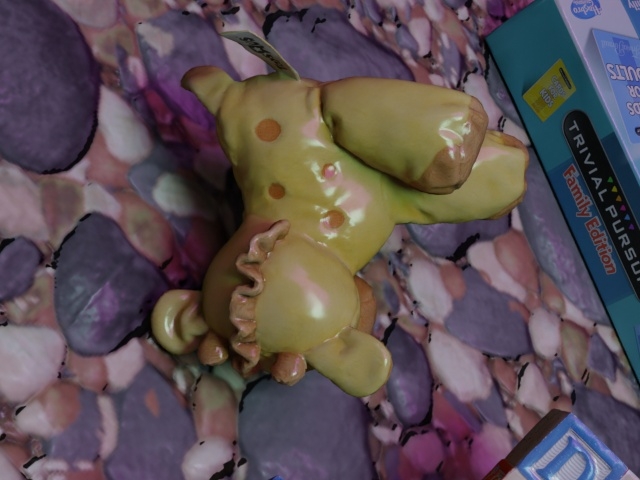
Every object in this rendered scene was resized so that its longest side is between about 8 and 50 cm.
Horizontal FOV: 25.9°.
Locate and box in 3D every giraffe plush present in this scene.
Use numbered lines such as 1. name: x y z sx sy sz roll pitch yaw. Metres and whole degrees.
1. giraffe plush: 0.000 0.000 0.781 0.210 0.181 0.171 20 77 -41

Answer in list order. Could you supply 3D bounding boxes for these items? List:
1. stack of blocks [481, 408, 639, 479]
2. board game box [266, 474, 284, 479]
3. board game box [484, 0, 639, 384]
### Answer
1. stack of blocks: 0.178 0.256 0.758 0.171 0.087 0.297 -45 84 -2
2. board game box: -0.097 0.195 0.605 0.035 0.136 0.201 49 48 -6
3. board game box: 0.298 -0.036 1.071 0.253 0.079 0.336 -14 76 -41
